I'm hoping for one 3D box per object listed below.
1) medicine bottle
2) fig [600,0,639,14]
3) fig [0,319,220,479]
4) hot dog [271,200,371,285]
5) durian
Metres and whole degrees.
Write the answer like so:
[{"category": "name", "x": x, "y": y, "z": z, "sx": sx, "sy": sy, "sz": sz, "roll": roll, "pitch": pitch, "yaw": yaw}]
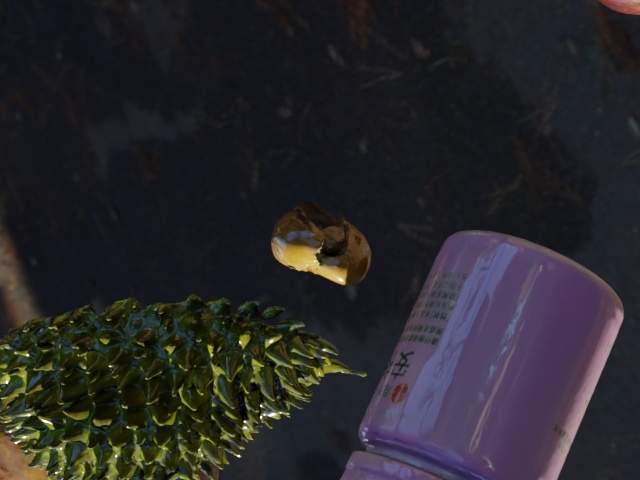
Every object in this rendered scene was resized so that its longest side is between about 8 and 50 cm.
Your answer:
[{"category": "medicine bottle", "x": 0.135, "y": 0.154, "z": 1.227, "sx": 0.178, "sy": 0.290, "sz": 0.178, "roll": 24, "pitch": 166, "yaw": 6}, {"category": "fig", "x": 0.372, "y": -0.326, "z": 1.473, "sx": 0.207, "sy": 0.175, "sz": 0.175, "roll": 8, "pitch": 121, "yaw": 67}, {"category": "fig", "x": -0.207, "y": 0.174, "z": 1.246, "sx": 0.263, "sy": 0.224, "sz": 0.224, "roll": 39, "pitch": 168, "yaw": -38}, {"category": "hot dog", "x": 0.002, "y": 0.001, "z": 1.225, "sx": 0.140, "sy": 0.090, "sz": 0.060, "roll": -141, "pitch": 69, "yaw": -87}, {"category": "durian", "x": -0.095, "y": 0.093, "z": 0.776, "sx": 0.137, "sy": 0.221, "sz": 0.095, "roll": 42, "pitch": -144, "yaw": -62}]
